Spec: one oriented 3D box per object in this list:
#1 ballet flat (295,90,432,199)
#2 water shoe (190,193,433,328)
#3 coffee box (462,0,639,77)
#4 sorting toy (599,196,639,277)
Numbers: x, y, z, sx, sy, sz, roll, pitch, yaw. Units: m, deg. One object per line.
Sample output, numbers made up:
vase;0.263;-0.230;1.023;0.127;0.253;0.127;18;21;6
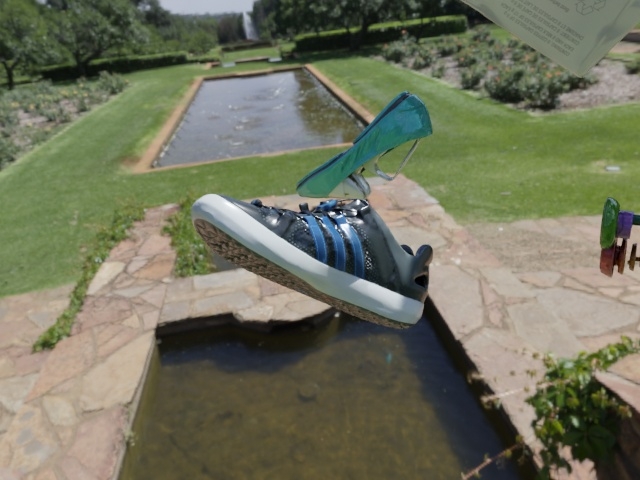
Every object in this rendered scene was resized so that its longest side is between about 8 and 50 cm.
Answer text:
ballet flat;0.063;-0.110;0.812;0.247;0.087;0.083;-37;-5;33
water shoe;0.000;0.000;0.417;0.203;0.080;0.073;28;-17;-30
coffee box;0.326;-0.480;0.659;0.338;0.338;0.334;35;56;1
sorting toy;0.305;-0.004;0.552;0.042;0.102;0.061;7;59;30
